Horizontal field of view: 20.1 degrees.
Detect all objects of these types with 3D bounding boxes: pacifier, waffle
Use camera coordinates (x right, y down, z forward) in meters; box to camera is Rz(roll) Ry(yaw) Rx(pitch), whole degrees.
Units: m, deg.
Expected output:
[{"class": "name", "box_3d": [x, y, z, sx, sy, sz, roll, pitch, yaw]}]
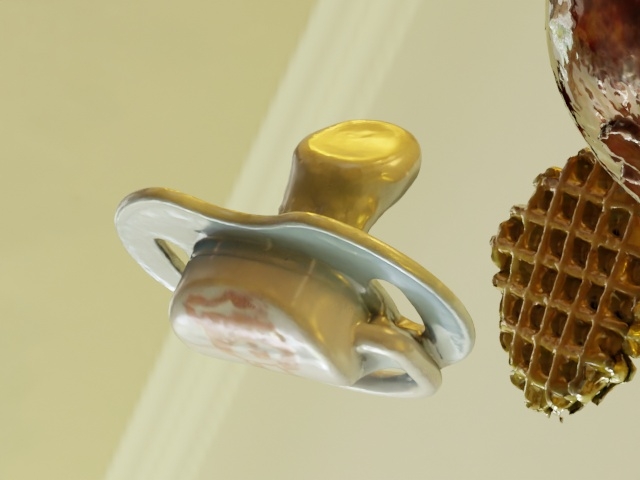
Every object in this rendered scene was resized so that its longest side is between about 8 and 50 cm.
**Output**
[{"class": "pacifier", "box_3d": [0.000, 0.000, 1.288, 0.279, 0.227, 0.207, 10, -113, 31]}, {"class": "waffle", "box_3d": [0.246, 0.034, 1.705, 0.245, 0.052, 0.254, -43, -136, 43]}]

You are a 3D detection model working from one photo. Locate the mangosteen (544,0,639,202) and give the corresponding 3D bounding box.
[{"class": "mangosteen", "box_3d": [0.158, -0.072, 0.527, 0.156, 0.181, 0.146, 8, -55, 61]}]
